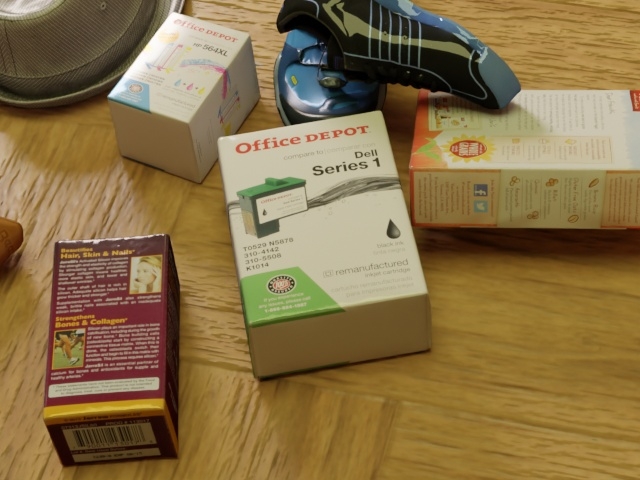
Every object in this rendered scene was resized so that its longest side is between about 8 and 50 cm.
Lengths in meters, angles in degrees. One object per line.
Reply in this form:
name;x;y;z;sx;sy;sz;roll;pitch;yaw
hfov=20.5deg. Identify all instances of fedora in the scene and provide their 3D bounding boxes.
fedora;-0.269;-0.266;1.791;0.244;0.124;0.275;20;57;20

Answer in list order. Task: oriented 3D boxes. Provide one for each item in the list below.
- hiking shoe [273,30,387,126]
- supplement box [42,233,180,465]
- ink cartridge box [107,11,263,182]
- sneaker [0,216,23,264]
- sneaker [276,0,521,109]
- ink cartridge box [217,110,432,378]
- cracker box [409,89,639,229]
hiking shoe;0.009;-0.225;1.727;0.113;0.132;0.304;0;52;5
supplement box;-0.177;0.092;1.527;0.104;0.081;0.188;-4;52;3
ink cartridge box;-0.125;-0.145;1.704;0.092;0.090;0.143;19;57;19
sneaker;-0.379;-0.073;1.672;0.123;0.106;0.290;-30;66;-20
sneaker;0.068;-0.172;1.621;0.232;0.081;0.090;34;79;13
ink cartridge box;0.000;0.000;1.575;0.160;0.092;0.219;-10;52;-3
cracker box;0.200;-0.075;1.604;0.232;0.067;0.155;0;31;7
